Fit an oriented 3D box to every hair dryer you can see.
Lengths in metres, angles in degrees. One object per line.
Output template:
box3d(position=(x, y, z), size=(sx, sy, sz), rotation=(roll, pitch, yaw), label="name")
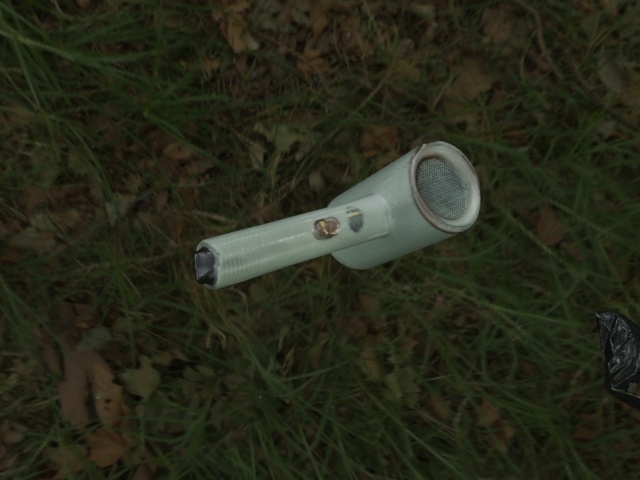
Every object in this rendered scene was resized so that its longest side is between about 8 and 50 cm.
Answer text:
box3d(position=(0.000, 0.000, 0.633), size=(0.236, 0.131, 0.073), rotation=(-21, 86, -39), label="hair dryer")

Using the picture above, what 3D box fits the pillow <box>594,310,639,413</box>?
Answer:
box3d(position=(0.325, 0.134, 0.843), size=(0.150, 0.048, 0.090), rotation=(34, 61, -29), label="pillow")
